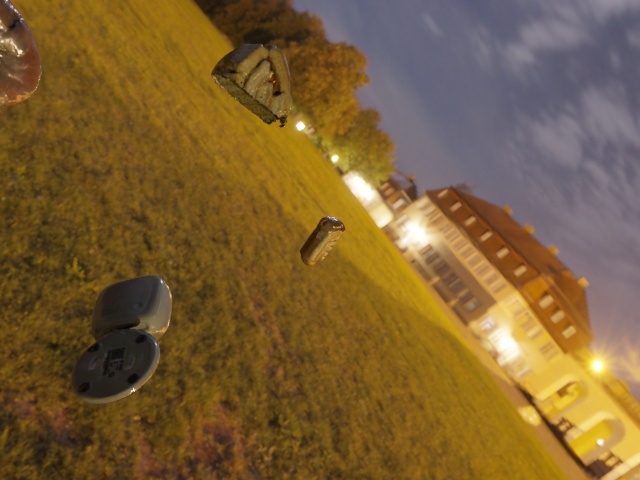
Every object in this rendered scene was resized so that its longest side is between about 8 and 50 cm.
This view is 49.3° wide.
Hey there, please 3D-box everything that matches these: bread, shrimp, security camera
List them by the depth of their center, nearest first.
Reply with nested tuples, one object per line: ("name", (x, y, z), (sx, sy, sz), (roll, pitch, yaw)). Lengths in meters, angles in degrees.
("shrimp", (-0.400, -0.251, 0.779), (0.126, 0.047, 0.223), (-57, 132, -38))
("bread", (0.000, 0.000, 1.056), (0.049, 0.088, 0.034), (1, 43, -45))
("bread", (-0.102, -0.283, 1.226), (0.103, 0.110, 0.156), (14, -18, 46))
("security camera", (-0.352, 0.185, 1.269), (0.301, 0.157, 0.080), (-96, 173, -52))
